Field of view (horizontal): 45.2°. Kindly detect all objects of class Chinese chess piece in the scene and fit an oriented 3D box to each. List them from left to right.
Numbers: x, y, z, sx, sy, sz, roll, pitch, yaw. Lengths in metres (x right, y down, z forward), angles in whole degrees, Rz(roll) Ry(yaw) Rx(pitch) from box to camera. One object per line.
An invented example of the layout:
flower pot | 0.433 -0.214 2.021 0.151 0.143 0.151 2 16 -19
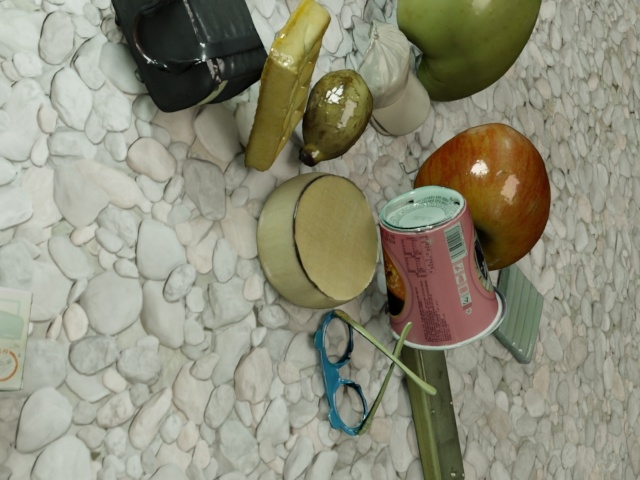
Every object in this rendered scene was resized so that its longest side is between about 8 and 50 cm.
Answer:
Chinese chess piece | 0.000 0.000 1.391 0.250 0.103 0.249 11 75 -44

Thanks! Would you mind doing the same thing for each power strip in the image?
power strip | 0.225 0.325 1.586 0.092 0.066 0.387 -11 93 -44

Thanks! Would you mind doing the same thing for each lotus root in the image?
lotus root | 0.024 -0.224 1.441 0.138 0.138 0.214 37 70 -34

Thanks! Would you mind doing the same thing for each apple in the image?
apple | 0.330 -0.511 1.695 0.312 0.320 0.360 43 76 -3
apple | 0.341 -0.074 1.603 0.302 0.302 0.301 10 75 -43

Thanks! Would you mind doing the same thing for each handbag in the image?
handbag | -0.214 -0.329 1.188 0.181 0.181 0.254 -33 105 -51

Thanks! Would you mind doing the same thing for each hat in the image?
hat | 0.162 -0.334 1.594 0.226 0.164 0.219 25 64 -19

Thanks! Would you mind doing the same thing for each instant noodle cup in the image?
instant noodle cup | 0.216 0.042 1.460 0.244 0.244 0.255 -45 129 -40

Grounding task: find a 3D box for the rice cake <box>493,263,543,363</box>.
rice cake | 0.484 0.175 1.886 0.189 0.037 0.198 45 54 -29

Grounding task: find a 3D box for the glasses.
glasses | 0.105 0.239 1.424 0.102 0.207 0.239 -9 91 -82

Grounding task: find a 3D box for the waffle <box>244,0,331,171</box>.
waffle | -0.058 -0.250 1.282 0.057 0.274 0.168 24 53 2

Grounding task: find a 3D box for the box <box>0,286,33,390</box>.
box | -0.485 0.109 0.903 0.269 0.079 0.135 15 72 -43
